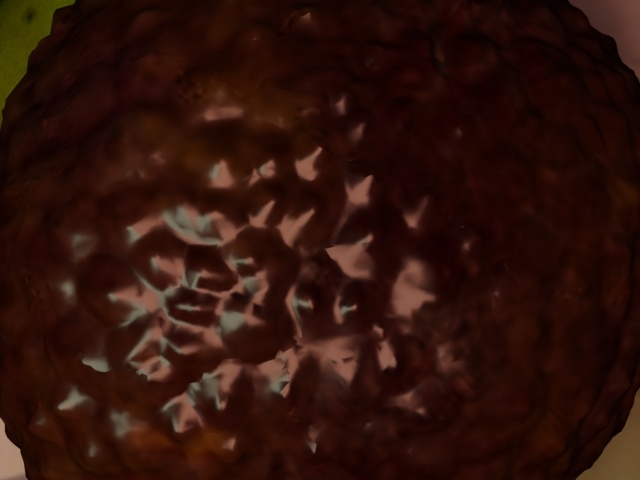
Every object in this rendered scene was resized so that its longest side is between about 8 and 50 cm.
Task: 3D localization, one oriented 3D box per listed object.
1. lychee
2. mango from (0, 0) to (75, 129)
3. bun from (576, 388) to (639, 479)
[{"bbox_3d":[0.000,0.000,0.678,0.260,0.260,0.261,2,104,7],"label":"lychee"},{"bbox_3d":[-0.099,-0.069,0.817,0.119,0.100,0.178,21,98,4],"label":"mango"},{"bbox_3d":[0.119,0.147,0.800,0.283,0.179,0.283,3,104,10],"label":"bun"}]
